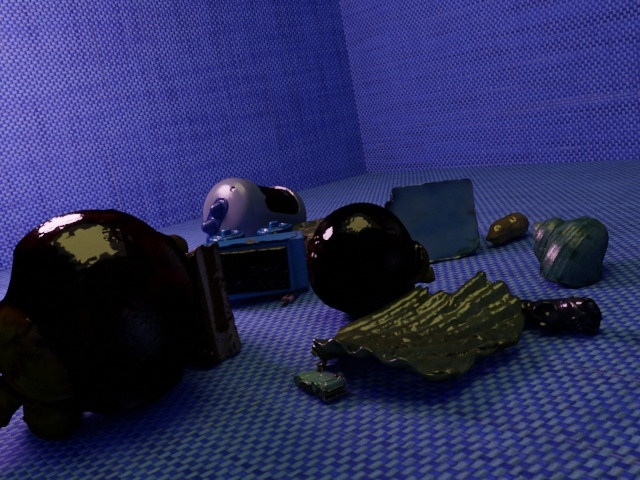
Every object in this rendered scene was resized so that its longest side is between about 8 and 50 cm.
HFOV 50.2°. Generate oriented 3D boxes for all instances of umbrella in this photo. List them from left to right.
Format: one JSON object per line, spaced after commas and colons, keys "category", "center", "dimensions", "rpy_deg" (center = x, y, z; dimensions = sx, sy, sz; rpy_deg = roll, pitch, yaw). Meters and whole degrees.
{"category": "umbrella", "center": [0.403, 0.138, 1.270], "dimensions": [0.224, 0.080, 0.071], "rpy_deg": [-2, 49, 53]}

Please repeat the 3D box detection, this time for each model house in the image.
{"category": "model house", "center": [0.311, -0.045, 2.009], "dimensions": [0.261, 0.226, 0.241], "rpy_deg": [-6, -4, 2]}

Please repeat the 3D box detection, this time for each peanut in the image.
{"category": "peanut", "center": [0.546, -0.034, 1.982], "dimensions": [0.174, 0.080, 0.080], "rpy_deg": [-23, 16, -35]}

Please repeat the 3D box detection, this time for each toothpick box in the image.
{"category": "toothpick box", "center": [-0.244, -0.074, 2.302], "dimensions": [0.262, 0.263, 0.354], "rpy_deg": [-2, -6, 36]}

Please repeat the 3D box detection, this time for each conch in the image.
{"category": "conch", "center": [0.561, 0.013, 1.558], "dimensions": [0.196, 0.134, 0.202], "rpy_deg": [-13, 12, -21]}

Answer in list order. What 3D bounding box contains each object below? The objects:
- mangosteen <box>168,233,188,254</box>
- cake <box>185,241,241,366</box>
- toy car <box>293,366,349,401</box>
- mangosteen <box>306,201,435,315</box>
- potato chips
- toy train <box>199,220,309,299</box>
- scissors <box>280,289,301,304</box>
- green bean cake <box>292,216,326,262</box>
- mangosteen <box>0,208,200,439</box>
{"category": "mangosteen", "center": [-0.394, 0.115, 1.549], "dimensions": [0.287, 0.288, 0.288], "rpy_deg": [-10, 11, 2]}
{"category": "cake", "center": [-0.267, 0.135, 1.427], "dimensions": [0.135, 0.246, 0.112], "rpy_deg": [-8, 9, 29]}
{"category": "toy car", "center": [-0.003, 0.244, 1.171], "dimensions": [0.059, 0.035, 0.122], "rpy_deg": [-16, 4, -27]}
{"category": "mangosteen", "center": [0.121, 0.050, 1.549], "dimensions": [0.302, 0.275, 0.275], "rpy_deg": [15, 5, -14]}
{"category": "potato chips", "center": [0.161, 0.158, 1.253], "dimensions": [0.373, 0.097, 0.389], "rpy_deg": [-5, 11, 43]}
{"category": "toy train", "center": [-0.176, 0.058, 1.893], "dimensions": [0.300, 0.188, 0.265], "rpy_deg": [-8, 10, -3]}
{"category": "scissors", "center": [-0.082, 0.149, 1.784], "dimensions": [0.039, 0.012, 0.113], "rpy_deg": [-7, 11, 18]}
{"category": "green bean cake", "center": [0.000, 0.000, 2.190], "dimensions": [0.241, 0.132, 0.255], "rpy_deg": [-20, 14, -27]}
{"category": "mangosteen", "center": [-0.407, 0.157, 1.227], "dimensions": [0.380, 0.422, 0.381], "rpy_deg": [28, -4, 2]}
